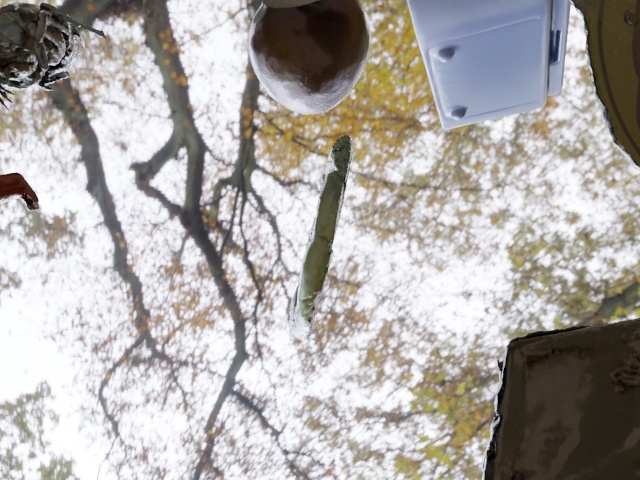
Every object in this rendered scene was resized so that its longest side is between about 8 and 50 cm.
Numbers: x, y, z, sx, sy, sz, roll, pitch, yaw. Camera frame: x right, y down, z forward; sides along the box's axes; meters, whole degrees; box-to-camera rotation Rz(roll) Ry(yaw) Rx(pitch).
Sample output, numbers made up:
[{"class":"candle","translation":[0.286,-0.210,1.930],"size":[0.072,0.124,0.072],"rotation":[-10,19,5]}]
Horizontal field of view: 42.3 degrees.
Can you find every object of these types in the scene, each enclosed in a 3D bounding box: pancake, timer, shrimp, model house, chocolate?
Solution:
[{"class":"pancake","translation":[0.000,0.000,1.000],"size":[0.037,0.253,0.253],"rotation":[14,-121,0]},{"class":"timer","translation":[0.118,-0.321,0.810],"size":[0.173,0.395,0.395],"rotation":[-13,-117,12]},{"class":"shrimp","translation":[-0.416,-0.288,1.195],"size":[0.137,0.172,0.372],"rotation":[51,-168,-23]},{"class":"model house","translation":[0.360,0.266,1.057],"size":[0.297,0.282,0.317],"rotation":[4,-116,17]},{"class":"chocolate","translation":[-0.010,-0.240,1.061],"size":[0.177,0.176,0.176],"rotation":[7,-119,-13]}]

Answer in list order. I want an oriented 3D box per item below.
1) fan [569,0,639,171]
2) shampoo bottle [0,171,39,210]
[{"class":"fan","translation":[0.226,-0.133,0.551],"size":[0.335,0.011,0.229],"rotation":[18,-110,-21]},{"class":"shampoo bottle","translation":[-0.458,-0.038,0.964],"size":[0.244,0.085,0.085],"rotation":[-20,-111,-42]}]
